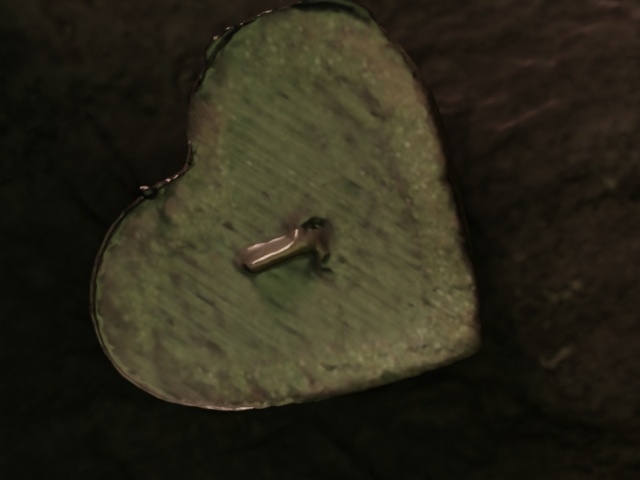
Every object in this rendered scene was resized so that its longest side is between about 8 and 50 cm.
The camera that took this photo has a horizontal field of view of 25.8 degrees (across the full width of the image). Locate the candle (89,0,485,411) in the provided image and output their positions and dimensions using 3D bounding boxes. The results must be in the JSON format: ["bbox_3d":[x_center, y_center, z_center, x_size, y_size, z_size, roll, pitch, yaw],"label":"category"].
[{"bbox_3d":[0.000,0.000,0.617,0.168,0.068,0.192,33,97,1],"label":"candle"}]
